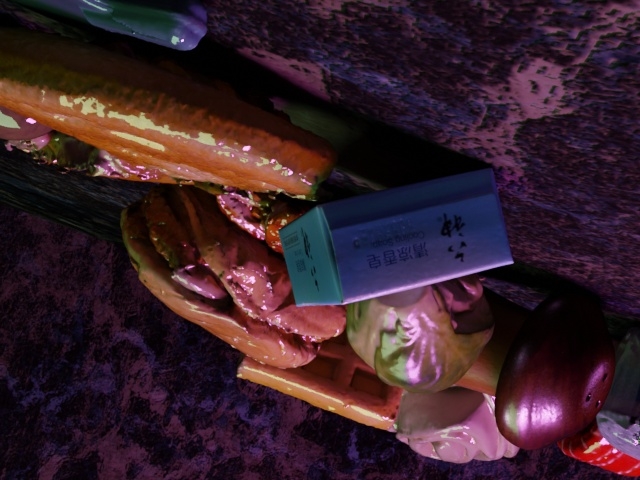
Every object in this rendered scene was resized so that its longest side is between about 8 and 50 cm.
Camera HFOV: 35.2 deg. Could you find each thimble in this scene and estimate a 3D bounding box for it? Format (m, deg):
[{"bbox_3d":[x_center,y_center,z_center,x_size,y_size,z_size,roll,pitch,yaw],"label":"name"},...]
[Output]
[{"bbox_3d":[0.424,0.237,1.427,0.125,0.163,0.190,19,130,-10],"label":"thimble"}]

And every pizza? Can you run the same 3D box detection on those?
[{"bbox_3d":[-0.123,-0.098,0.803,0.289,0.081,0.229,16,171,-2],"label":"pizza"},{"bbox_3d":[-0.228,-0.103,1.076,0.189,0.071,0.297,2,-175,-39],"label":"pizza"}]

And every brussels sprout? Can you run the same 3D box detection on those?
[{"bbox_3d":[0.101,0.087,1.070,0.183,0.145,0.131,21,-145,-43],"label":"brussels sprout"}]

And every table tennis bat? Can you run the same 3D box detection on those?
[{"bbox_3d":[-0.158,-0.159,0.664,0.201,0.033,0.124,18,176,29],"label":"table tennis bat"}]

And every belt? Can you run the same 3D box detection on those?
[{"bbox_3d":[0.462,0.210,1.222,0.257,0.150,0.207,11,158,41],"label":"belt"}]

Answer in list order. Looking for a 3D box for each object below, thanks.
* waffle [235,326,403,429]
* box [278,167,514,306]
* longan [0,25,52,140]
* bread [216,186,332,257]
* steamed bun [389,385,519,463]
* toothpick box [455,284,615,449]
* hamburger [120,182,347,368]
[{"bbox_3d":[0.026,0.110,1.368,0.221,0.248,0.055,20,148,-1],"label":"waffle"},{"bbox_3d":[0.054,0.003,0.865,0.142,0.083,0.232,-13,177,-11],"label":"box"},{"bbox_3d":[-0.269,-0.138,0.879,0.113,0.092,0.113,22,151,13],"label":"longan"},{"bbox_3d":[-0.004,-0.001,1.104,0.139,0.095,0.268,17,-178,41],"label":"bread"},{"bbox_3d":[0.204,0.217,1.583,0.367,0.255,0.342,19,171,-11],"label":"steamed bun"},{"bbox_3d":[0.203,0.126,1.213,0.294,0.192,0.192,20,174,38],"label":"toothpick box"},{"bbox_3d":[-0.104,0.030,1.197,0.283,0.144,0.259,38,-163,-34],"label":"hamburger"}]
